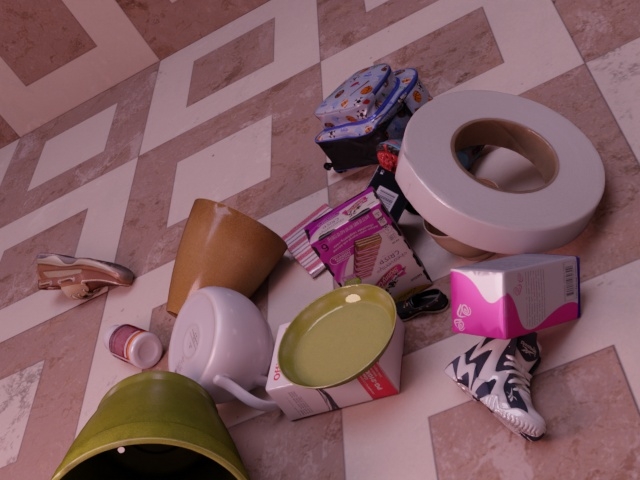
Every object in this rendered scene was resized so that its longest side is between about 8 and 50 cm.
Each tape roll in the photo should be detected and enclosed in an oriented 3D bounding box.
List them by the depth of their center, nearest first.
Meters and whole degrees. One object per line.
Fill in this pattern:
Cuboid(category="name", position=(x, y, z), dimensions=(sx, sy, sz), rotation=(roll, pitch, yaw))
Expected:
Cuboid(category="tape roll", position=(0.338, -0.138, 1.820), dimensions=(0.392, 0.072, 0.391), rotation=(6, 47, -6))

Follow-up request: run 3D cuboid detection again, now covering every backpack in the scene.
Cuboid(category="backpack", position=(0.134, -0.301, 2.305), dimensions=(0.277, 0.213, 0.263), rotation=(3, 38, 48))

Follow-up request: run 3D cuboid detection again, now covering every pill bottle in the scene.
Cuboid(category="pill bottle", position=(-0.438, 0.240, 2.230), dimensions=(0.152, 0.086, 0.086), rotation=(12, 55, 48))

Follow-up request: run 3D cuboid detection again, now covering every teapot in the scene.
Cuboid(category="teapot", position=(-0.177, 0.221, 1.943), dimensions=(0.253, 0.187, 0.255), rotation=(-22, 58, 54))

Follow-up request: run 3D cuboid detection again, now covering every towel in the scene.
Cuboid(category="towel", position=(0.000, 0.000, 2.197), dimensions=(0.144, 0.029, 0.197), rotation=(-38, 36, -4))

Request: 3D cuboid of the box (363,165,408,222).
Cuboid(category="box", position=(0.112, -0.042, 2.014), dimensions=(0.156, 0.093, 0.158), rotation=(-60, -3, -33))

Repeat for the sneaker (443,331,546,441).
Cuboid(category="sneaker", position=(0.318, 0.216, 1.568), dimensions=(0.153, 0.094, 0.235), rotation=(-48, 24, -4))

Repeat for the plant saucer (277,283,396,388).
Cuboid(category="plant saucer", position=(0.035, 0.179, 1.739), dimensions=(0.241, 0.037, 0.241), rotation=(-23, 36, 17))

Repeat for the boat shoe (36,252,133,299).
Cuboid(category="boat shoe", position=(-0.631, 0.105, 2.573), dimensions=(0.325, 0.123, 0.116), rotation=(5, 84, 35))

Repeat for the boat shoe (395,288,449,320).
Cuboid(category="boat shoe", position=(0.182, 0.122, 1.862), dimensions=(0.133, 0.042, 0.048), rotation=(-15, 40, 31))

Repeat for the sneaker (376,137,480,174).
Cuboid(category="sneaker", position=(0.228, -0.173, 2.015), dimensions=(0.125, 0.104, 0.262), rotation=(-32, 27, -29))

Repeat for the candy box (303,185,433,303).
Cuboid(category="candy box", position=(0.095, 0.030, 1.877), dimensions=(0.159, 0.233, 0.071), rotation=(-32, 34, 8))

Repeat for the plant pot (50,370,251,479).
Cuboid(category="plant pot", position=(-0.290, 0.408, 1.685), dimensions=(0.367, 0.366, 0.353), rotation=(-32, 21, 6))

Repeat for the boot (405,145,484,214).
Cuboid(category="boot", position=(0.300, -0.160, 2.066), dimensions=(0.263, 0.091, 0.229), rotation=(5, 51, 48))

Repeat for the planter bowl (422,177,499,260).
Cuboid(category="planter bowl", position=(0.296, -0.029, 1.886), dimensions=(0.162, 0.109, 0.162), rotation=(-24, 34, 17))

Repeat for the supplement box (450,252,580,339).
Cuboid(category="supplement box", position=(0.327, 0.088, 1.604), dimensions=(0.114, 0.111, 0.220), rotation=(3, 8, 45))

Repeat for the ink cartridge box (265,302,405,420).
Cuboid(category="ink cartridge box", position=(0.029, 0.221, 1.817), dimensions=(0.237, 0.100, 0.172), rotation=(-18, 36, 24))

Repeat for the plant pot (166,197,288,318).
Cuboid(category="plant pot", position=(-0.237, 0.072, 2.163), dimensions=(0.237, 0.237, 0.254), rotation=(12, 69, 49))
